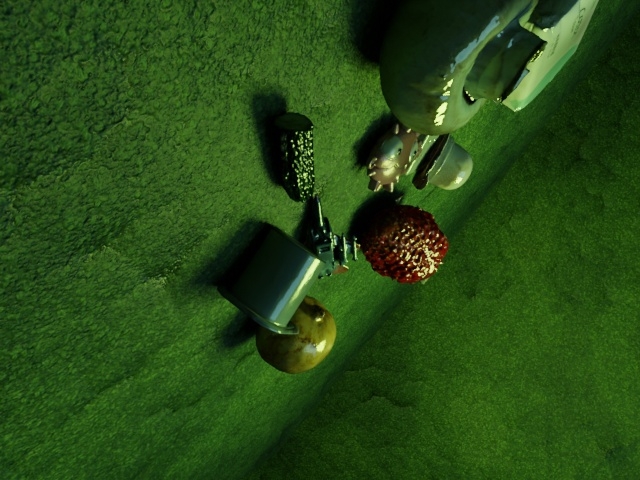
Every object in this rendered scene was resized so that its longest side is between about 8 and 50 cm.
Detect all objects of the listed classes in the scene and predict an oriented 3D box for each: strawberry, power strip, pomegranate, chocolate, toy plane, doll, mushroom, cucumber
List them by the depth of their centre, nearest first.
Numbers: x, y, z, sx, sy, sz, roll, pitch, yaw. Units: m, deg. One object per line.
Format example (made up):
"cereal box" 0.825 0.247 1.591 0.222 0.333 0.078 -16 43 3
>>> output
"mushroom" 0.270 -0.365 0.898 0.352 0.260 0.352 -48 164 -18
"cucumber" -0.048 -0.144 0.899 0.077 0.077 0.265 -42 159 -20
"toy plane" 0.002 0.006 1.224 0.223 0.104 0.326 -15 147 -9
"doll" 0.193 -0.221 1.230 0.262 0.093 0.211 -15 134 -53
"power strip" 0.309 -0.327 1.337 0.098 0.058 0.338 -26 149 -47
"pomegranate" -0.069 0.264 1.364 0.248 0.248 0.248 -42 158 -21
"chocolate" 0.390 -0.227 1.468 0.221 0.147 0.221 -58 177 -4
"strawberry" 0.274 -0.015 1.569 0.292 0.292 0.343 -46 147 -10

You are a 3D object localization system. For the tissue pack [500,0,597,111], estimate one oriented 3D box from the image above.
"tissue pack" 0.589 -0.568 1.298 0.266 0.194 0.356 -47 159 -5

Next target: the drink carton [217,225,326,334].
"drink carton" -0.093 0.089 1.066 0.189 0.185 0.191 -53 158 2
